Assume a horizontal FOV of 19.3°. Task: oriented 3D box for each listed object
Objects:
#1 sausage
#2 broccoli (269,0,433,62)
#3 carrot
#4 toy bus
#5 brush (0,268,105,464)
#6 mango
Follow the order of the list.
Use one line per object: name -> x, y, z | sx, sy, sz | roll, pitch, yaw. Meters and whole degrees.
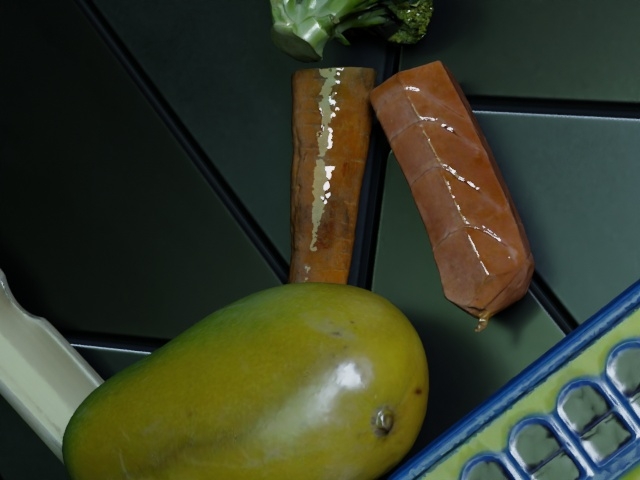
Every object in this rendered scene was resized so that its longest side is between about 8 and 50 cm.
sausage -> 0.087, -0.025, 1.172 | 0.065, 0.065, 0.169 | -26, 73, 15
broccoli -> 0.011, -0.169, 1.198 | 0.131, 0.130, 0.120 | 27, 67, 5
carrot -> 0.000, 0.000, 1.214 | 0.057, 0.057, 0.224 | 4, 88, 22
toy bus -> 0.177, 0.138, 1.067 | 0.288, 0.138, 0.175 | -39, 70, 11
brush -> -0.228, 0.049, 1.296 | 0.060, 0.050, 0.321 | -46, 76, 5
mango -> -0.053, 0.104, 1.135 | 0.251, 0.114, 0.156 | -16, 44, 20
